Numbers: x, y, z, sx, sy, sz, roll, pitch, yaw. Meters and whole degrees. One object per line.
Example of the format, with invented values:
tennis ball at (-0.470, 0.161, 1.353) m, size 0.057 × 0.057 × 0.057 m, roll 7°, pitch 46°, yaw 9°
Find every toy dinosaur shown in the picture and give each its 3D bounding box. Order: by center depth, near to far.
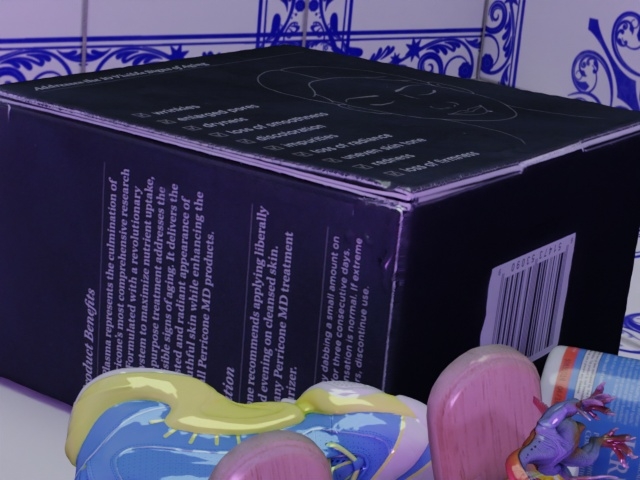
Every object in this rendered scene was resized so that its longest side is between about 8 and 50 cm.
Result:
toy dinosaur at (0.101, 0.093, 0.609) m, size 0.082 × 0.047 × 0.090 m, roll -14°, pitch -4°, yaw -35°

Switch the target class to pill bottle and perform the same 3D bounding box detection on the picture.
pill bottle at (0.297, 0.168, 1.208) m, size 0.221 × 0.124 × 0.124 m, roll 9°, pitch 17°, yaw 16°

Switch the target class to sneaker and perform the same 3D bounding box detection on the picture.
sneaker at (-0.035, 0.148, 0.822) m, size 0.240 × 0.091 × 0.126 m, roll 5°, pitch 39°, yaw 3°

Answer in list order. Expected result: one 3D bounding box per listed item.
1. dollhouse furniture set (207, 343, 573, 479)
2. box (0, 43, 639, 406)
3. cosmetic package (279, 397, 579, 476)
dollhouse furniture set at (0.028, 0.182, 0.559) m, size 0.394 × 0.256 × 0.362 m, roll -19°, pitch 29°, yaw -19°
box at (0.000, 0.000, 1.379) m, size 0.472 × 0.297 × 0.480 m, roll 18°, pitch 21°, yaw 33°
cosmetic package at (0.038, 0.222, 0.931) m, size 0.224 × 0.138 × 0.224 m, roll 10°, pitch 19°, yaw 15°
